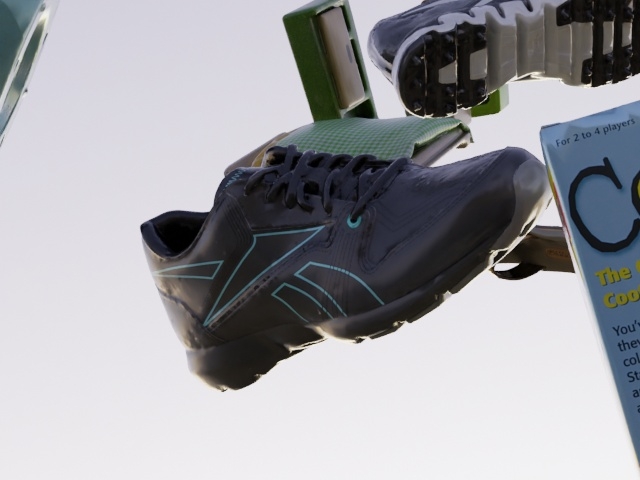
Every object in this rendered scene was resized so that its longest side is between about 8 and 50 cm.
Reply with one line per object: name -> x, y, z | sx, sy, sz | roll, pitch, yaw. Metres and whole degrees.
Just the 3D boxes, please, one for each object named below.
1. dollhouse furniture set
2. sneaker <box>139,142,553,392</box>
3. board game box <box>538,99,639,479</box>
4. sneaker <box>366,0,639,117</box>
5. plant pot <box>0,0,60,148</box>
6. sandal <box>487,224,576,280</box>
dollhouse furniture set -> 0.041, -0.150, 1.520 | 0.197, 0.151, 0.301 | -7, 17, 28
sneaker -> 0.000, 0.000, 0.815 | 0.267, 0.101, 0.106 | -25, -81, 41
board game box -> 0.195, 0.074, 0.624 | 0.144, 0.275, 0.142 | -16, -6, 10
sneaker -> 0.134, -0.146, 1.080 | 0.234, 0.106, 0.078 | -14, -60, -23
plant pot -> -0.320, -0.157, 1.109 | 0.235, 0.293, 0.293 | 23, -33, -7
sandal -> 0.192, 0.015, 1.544 | 0.180, 0.049, 0.072 | 9, -36, 30
